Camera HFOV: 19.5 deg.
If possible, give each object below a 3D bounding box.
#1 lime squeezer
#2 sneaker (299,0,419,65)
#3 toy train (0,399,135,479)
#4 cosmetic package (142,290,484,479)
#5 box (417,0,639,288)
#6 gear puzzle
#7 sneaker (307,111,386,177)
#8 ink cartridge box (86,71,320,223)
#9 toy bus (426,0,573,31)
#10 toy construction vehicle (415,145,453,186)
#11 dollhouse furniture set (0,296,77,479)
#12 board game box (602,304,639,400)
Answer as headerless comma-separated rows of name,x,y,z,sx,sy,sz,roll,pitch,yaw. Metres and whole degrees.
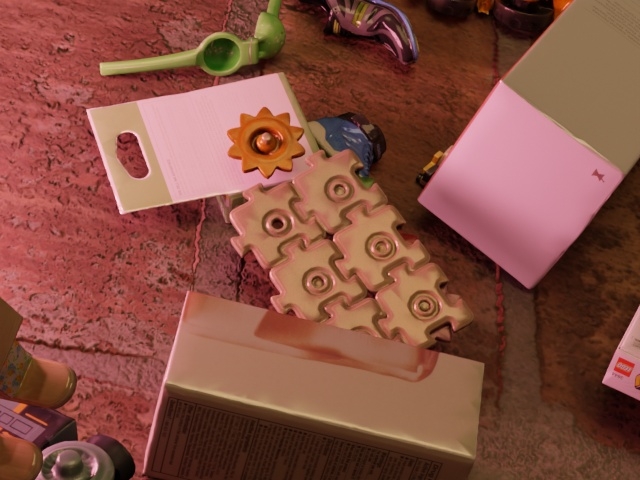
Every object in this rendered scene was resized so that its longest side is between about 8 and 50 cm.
lime squeezer,-0.113,-0.245,2.214,0.110,0.059,0.310,41,50,22
sneaker,0.046,-0.269,2.291,0.188,0.067,0.078,39,70,19
toy train,-0.310,0.267,1.607,0.190,0.142,0.334,23,46,25
cosmetic package,-0.007,0.169,1.773,0.296,0.153,0.129,15,45,-4
box,0.293,-0.144,2.102,0.168,0.215,0.345,38,46,5
gear puzzle,0.000,0.000,1.966,0.175,0.044,0.339,-29,70,-18
sneaker,0.048,-0.091,2.108,0.084,0.058,0.152,-21,49,-22
ink cartridge box,-0.125,-0.095,2.065,0.235,0.056,0.171,-13,50,-12
toy bus,0.228,-0.387,2.405,0.220,0.149,0.211,9,32,-4
toy construction vehicle,0.161,-0.069,2.138,0.086,0.035,0.098,36,48,19
dollhouse furniture set,-0.286,0.156,1.476,0.161,0.212,0.242,9,66,28
board game box,0.432,0.105,1.985,0.193,0.053,0.305,26,31,11
